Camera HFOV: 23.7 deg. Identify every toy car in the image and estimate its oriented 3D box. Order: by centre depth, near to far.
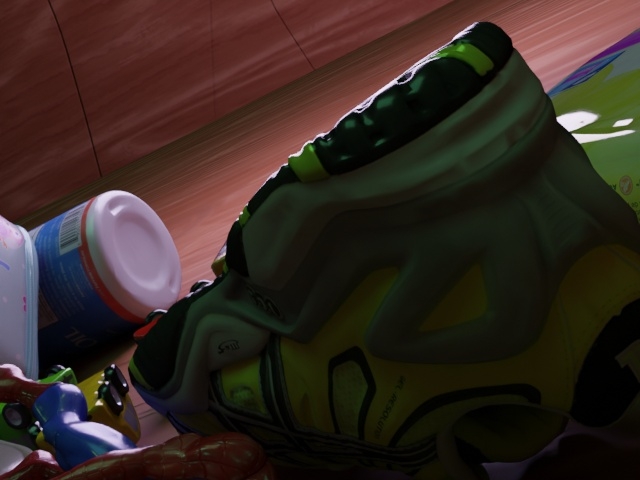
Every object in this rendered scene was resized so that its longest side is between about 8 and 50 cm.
[{"bbox_3d":[-0.166,0.113,1.083,0.225,0.053,0.239,-23,12,36],"label":"toy car"}]

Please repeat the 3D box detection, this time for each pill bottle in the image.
[{"bbox_3d":[-0.248,0.050,1.400,0.221,0.124,0.124,-25,12,27],"label":"pill bottle"}]

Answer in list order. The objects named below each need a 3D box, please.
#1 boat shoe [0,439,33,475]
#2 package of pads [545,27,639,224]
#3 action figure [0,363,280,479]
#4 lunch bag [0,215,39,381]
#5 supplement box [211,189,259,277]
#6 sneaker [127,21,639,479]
[{"bbox_3d":[-0.233,0.173,0.940,0.112,0.095,0.335,-7,8,-19],"label":"boat shoe"},{"bbox_3d":[0.189,-0.043,0.722,0.229,0.101,0.296,-36,11,-29],"label":"package of pads"},{"bbox_3d":[-0.112,0.130,0.667,0.139,0.091,0.280,-31,22,-34],"label":"action figure"},{"bbox_3d":[-0.367,0.104,1.303,0.279,0.108,0.224,-28,52,24],"label":"lunch bag"},{"bbox_3d":[0.000,0.000,1.081,0.104,0.081,0.188,-28,11,14],"label":"supplement box"},{"bbox_3d":[0.020,0.056,0.665,0.145,0.147,0.384,-37,-6,-20],"label":"sneaker"}]
